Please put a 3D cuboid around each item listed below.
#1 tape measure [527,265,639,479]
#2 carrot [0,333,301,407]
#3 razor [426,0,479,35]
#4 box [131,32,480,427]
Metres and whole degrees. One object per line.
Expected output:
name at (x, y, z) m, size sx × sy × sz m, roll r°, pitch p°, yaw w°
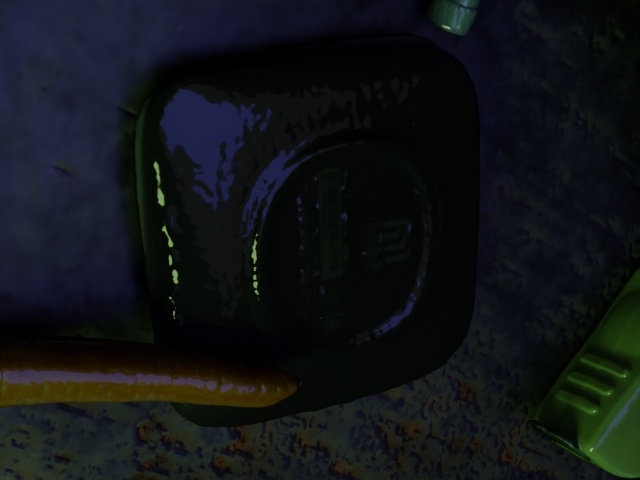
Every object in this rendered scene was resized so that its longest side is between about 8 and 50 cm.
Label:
tape measure at (0.240, 0.088, 0.852) m, size 0.154 × 0.087 × 0.177 m, roll 39°, pitch 84°, yaw -26°
carrot at (-0.096, 0.066, 0.629) m, size 0.190 × 0.037 × 0.037 m, roll 4°, pitch 107°, yaw -20°
razor at (0.112, -0.215, 0.657) m, size 0.068 × 0.106 × 0.232 m, roll 8°, pitch 116°, yaw -35°
box at (0.000, 0.000, 0.685) m, size 0.201 × 0.042 × 0.213 m, roll -14°, pitch 118°, yaw -28°
